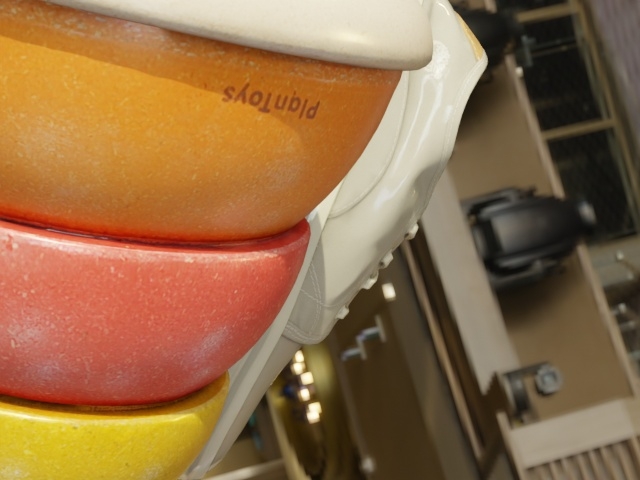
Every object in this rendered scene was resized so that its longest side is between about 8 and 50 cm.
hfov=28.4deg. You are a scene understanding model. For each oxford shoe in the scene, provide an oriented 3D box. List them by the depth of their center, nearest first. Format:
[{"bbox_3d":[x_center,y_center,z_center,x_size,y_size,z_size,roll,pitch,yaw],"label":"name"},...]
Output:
[{"bbox_3d":[0.000,0.000,0.998,0.449,0.130,0.169,-63,-156,7],"label":"oxford shoe"}]

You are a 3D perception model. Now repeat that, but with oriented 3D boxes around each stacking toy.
[{"bbox_3d":[-0.157,0.042,0.718,0.350,0.351,0.479,-130,-127,-71],"label":"stacking toy"}]
